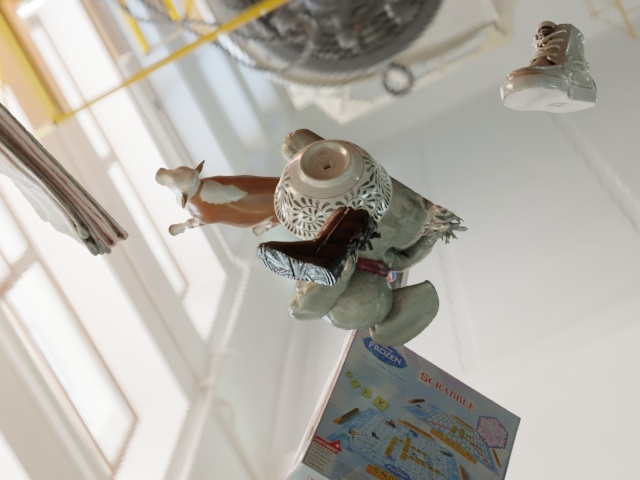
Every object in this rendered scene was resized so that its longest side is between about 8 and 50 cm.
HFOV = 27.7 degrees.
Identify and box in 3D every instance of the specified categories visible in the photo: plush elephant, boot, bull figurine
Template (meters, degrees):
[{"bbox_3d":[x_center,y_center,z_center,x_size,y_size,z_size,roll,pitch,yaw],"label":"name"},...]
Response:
[{"bbox_3d":[0.059,0.025,2.000,0.255,0.272,0.330,-58,-143,1],"label":"plush elephant"},{"bbox_3d":[0.325,-0.258,1.893,0.095,0.123,0.258,-12,174,29],"label":"boot"},{"bbox_3d":[-0.174,-0.071,2.381,0.310,0.101,0.188,5,163,-30],"label":"bull figurine"},{"bbox_3d":[0.000,0.000,1.477,0.121,0.045,0.099,13,-130,33],"label":"boot"}]

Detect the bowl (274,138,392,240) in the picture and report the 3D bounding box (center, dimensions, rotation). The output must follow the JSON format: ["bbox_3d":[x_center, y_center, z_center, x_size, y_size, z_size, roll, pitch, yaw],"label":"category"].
[{"bbox_3d":[0.013,-0.087,1.814,0.170,0.080,0.170,-4,-127,6],"label":"bowl"}]

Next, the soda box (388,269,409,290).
[{"bbox_3d":[0.136,0.023,2.346,0.053,0.169,0.060,18,-147,14],"label":"soda box"}]

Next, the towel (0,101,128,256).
[{"bbox_3d":[-0.368,-0.121,1.435,0.053,0.317,0.332,-46,-158,-10],"label":"towel"}]

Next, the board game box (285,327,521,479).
[{"bbox_3d":[0.138,0.322,2.017,0.066,0.318,0.318,-52,-172,43],"label":"board game box"}]
